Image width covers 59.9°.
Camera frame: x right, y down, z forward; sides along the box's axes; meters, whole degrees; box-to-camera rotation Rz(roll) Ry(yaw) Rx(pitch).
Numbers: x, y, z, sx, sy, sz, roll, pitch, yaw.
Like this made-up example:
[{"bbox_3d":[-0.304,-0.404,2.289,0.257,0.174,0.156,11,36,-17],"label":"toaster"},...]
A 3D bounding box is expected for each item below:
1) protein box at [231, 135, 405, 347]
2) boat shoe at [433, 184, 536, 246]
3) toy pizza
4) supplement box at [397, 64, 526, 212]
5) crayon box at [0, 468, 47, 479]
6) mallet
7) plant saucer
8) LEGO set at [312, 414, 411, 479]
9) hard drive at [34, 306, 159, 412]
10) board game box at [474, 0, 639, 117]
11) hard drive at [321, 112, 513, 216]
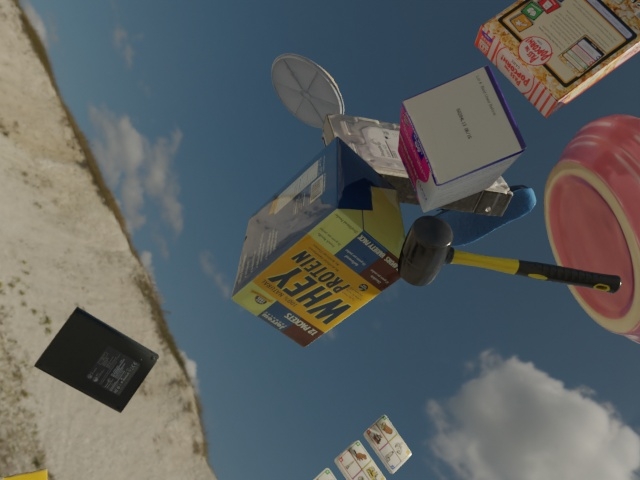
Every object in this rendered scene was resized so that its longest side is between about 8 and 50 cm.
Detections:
[{"bbox_3d":[0.000,0.000,0.791,0.136,0.200,0.201,38,-61,-23],"label":"protein box"},{"bbox_3d":[0.360,-0.053,1.276,0.089,0.258,0.109,-81,154,-71],"label":"boat shoe"},{"bbox_3d":[-0.026,-0.342,1.266,0.201,0.032,0.201,31,-26,17],"label":"toy pizza"},{"bbox_3d":[0.175,-0.121,0.738,0.220,0.113,0.111,38,31,-80],"label":"supplement box"},{"bbox_3d":[-0.497,0.408,0.658,0.081,0.318,0.202,-37,-122,55],"label":"crayon box"},{"bbox_3d":[0.163,0.016,0.473,0.062,0.189,0.039,88,10,-50],"label":"mallet"},{"bbox_3d":[0.408,-0.002,0.771,0.332,0.084,0.332,-16,90,-90],"label":"plant saucer"},{"bbox_3d":[0.104,0.426,0.854,0.244,0.182,0.060,53,-33,7],"label":"LEGO set"},{"bbox_3d":[-0.311,0.168,0.778,0.135,0.094,0.022,37,-9,-18],"label":"hard drive"},{"bbox_3d":[0.330,-0.277,0.741,0.147,0.193,0.045,53,-8,15],"label":"board game box"},{"bbox_3d":[0.181,-0.156,1.100,0.237,0.338,0.064,-101,-158,-52],"label":"hard drive"}]
